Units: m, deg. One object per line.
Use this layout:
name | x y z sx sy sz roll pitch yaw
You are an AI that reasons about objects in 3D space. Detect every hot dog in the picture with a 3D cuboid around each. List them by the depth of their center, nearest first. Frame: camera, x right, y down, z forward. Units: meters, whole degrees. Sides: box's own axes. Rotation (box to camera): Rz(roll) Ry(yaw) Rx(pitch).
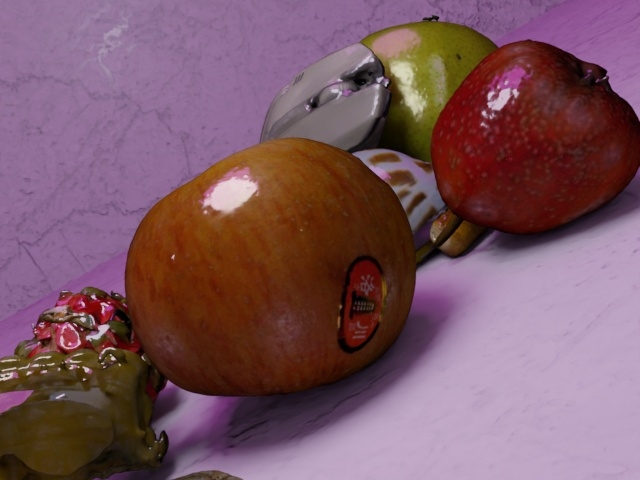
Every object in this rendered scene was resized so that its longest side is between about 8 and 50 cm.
hot dog | 0.286 -0.072 1.446 0.083 0.068 0.289 29 48 26

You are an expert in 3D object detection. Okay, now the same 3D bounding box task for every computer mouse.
computer mouse | -0.020 -0.209 1.639 0.145 0.228 0.429 4 -28 -33

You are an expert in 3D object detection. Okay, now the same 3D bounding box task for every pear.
pear | 0.232 -0.245 1.654 0.342 0.318 0.238 10 -22 -24

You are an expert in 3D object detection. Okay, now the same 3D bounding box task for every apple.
apple | -0.067 0.031 1.164 0.400 0.333 0.400 -9 4 1

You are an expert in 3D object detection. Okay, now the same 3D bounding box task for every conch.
conch | 0.062 -0.036 1.495 0.368 0.197 0.249 -50 15 17

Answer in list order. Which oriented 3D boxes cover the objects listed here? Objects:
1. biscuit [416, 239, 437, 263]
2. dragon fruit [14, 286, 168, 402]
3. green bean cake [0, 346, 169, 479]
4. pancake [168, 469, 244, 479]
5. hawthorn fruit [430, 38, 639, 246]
biscuit | 0.239 -0.023 1.485 0.292 0.026 0.048 -36 -4 -29
dragon fruit | -0.369 0.206 1.391 0.231 0.237 0.302 -45 -18 -7
green bean cake | -0.354 0.287 1.124 0.310 0.285 0.202 -7 -10 -12
pancake | -0.183 0.342 0.948 0.253 0.037 0.253 -27 14 7
hawthorn fruit | 0.296 -0.120 1.270 0.369 0.285 0.285 -48 8 17
